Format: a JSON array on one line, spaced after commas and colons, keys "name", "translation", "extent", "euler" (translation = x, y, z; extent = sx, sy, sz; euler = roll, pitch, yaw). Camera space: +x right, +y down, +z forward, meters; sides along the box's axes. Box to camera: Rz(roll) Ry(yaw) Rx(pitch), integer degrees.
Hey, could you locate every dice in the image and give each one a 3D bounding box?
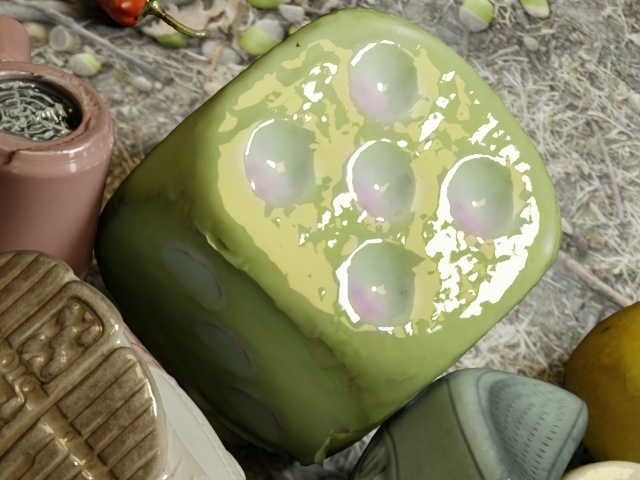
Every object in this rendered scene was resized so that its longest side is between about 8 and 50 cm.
[{"name": "dice", "translation": [0.000, 0.000, 1.201], "extent": [0.254, 0.252, 0.250], "euler": [-41, 89, -28]}]

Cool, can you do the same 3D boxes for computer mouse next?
[{"name": "computer mouse", "translation": [0.081, 0.175, 1.117], "extent": [0.122, 0.188, 0.371], "euler": [39, 15, 5]}]

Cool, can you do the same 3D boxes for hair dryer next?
[{"name": "hair dryer", "translation": [-0.240, -0.085, 1.224], "extent": [0.125, 0.210, 0.352], "euler": [4, 39, -17]}]

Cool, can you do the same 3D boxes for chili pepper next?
[{"name": "chili pepper", "translation": [-0.215, -0.252, 1.443], "extent": [0.272, 0.063, 0.071], "euler": [30, 35, 0]}]

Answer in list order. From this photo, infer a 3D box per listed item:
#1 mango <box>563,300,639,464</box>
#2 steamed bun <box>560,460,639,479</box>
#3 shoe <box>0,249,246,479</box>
[{"name": "mango", "translation": [0.414, 0.134, 1.363], "extent": [0.445, 0.220, 0.301], "euler": [9, 56, -17]}, {"name": "steamed bun", "translation": [0.249, 0.270, 1.167], "extent": [0.154, 0.200, 0.250], "euler": [-29, 76, -1]}, {"name": "shoe", "translation": [-0.135, 0.175, 1.073], "extent": [0.172, 0.198, 0.351], "euler": [-33, 78, 5]}]
